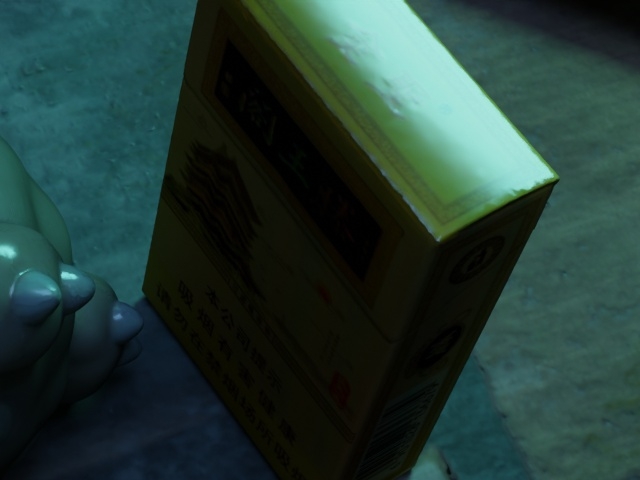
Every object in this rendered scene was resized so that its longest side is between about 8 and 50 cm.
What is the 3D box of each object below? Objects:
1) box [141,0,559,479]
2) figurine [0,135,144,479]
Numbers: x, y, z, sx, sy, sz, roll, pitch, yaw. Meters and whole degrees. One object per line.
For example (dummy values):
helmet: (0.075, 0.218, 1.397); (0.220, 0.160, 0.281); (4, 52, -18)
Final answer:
box: (0.000, 0.000, 0.875); (0.076, 0.274, 0.174); (-28, 66, -27)
figurine: (-0.283, 0.027, 0.868); (0.380, 0.248, 0.203); (1, 77, 5)
